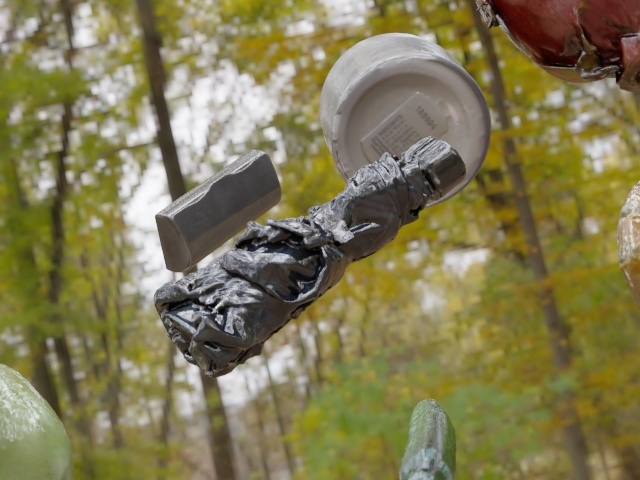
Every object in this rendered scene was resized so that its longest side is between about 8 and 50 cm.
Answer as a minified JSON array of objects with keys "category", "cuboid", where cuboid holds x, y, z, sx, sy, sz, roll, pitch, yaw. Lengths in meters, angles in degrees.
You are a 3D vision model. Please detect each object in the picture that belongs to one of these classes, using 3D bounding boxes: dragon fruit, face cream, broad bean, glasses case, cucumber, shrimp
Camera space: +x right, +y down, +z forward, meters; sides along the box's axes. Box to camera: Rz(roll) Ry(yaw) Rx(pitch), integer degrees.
[{"category":"dragon fruit","cuboid":[0.283,-0.290,1.677,0.250,0.315,0.250,0,-47,0]},{"category":"face cream","cuboid":[0.092,-0.134,1.729,0.177,0.177,0.153,-13,17,-1]},{"category":"broad bean","cuboid":[-0.282,0.190,1.371,0.100,0.169,0.228,-19,-7,-25]},{"category":"glasses case","cuboid":[-0.111,-0.034,1.713,0.042,0.072,0.190,-1,23,34]},{"category":"cucumber","cuboid":[0.109,0.217,1.556,0.056,0.056,0.250,-15,12,11]},{"category":"shrimp","cuboid":[0.280,0.006,1.150,0.051,0.115,0.217,-12,-4,40]}]

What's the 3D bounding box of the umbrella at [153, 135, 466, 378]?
[{"category":"umbrella","cuboid":[0.001,-0.001,0.975,0.224,0.071,0.080,-33,39,-22]}]
